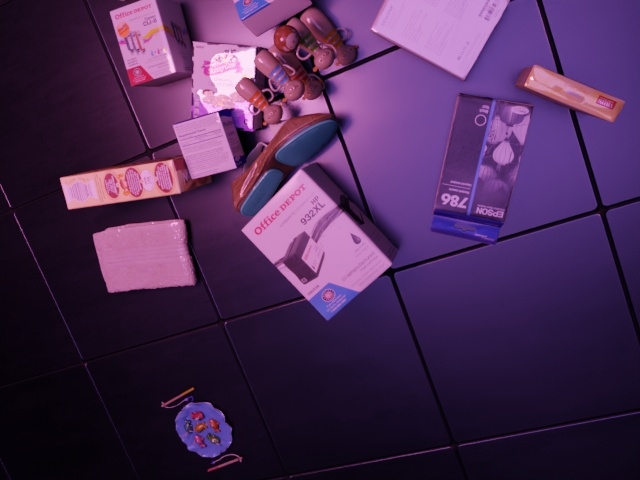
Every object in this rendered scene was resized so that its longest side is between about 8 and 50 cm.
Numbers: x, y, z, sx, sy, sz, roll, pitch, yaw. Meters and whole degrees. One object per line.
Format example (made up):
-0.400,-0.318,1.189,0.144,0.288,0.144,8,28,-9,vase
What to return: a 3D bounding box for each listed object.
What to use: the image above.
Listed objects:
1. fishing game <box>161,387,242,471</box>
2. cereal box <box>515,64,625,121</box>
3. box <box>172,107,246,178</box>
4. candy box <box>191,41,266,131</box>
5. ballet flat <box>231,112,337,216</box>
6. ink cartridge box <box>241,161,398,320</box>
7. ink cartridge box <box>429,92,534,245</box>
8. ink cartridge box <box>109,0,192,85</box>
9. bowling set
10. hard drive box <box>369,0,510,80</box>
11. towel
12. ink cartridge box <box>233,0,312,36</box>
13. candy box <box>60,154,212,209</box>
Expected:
-0.346,0.562,1.661,0.189,0.041,0.264,-27,97,22,fishing game
0.480,-0.291,1.112,0.173,0.240,0.047,25,109,7,cereal box
-0.260,-0.229,1.339,0.126,0.072,0.137,-11,107,19,box
-0.222,-0.371,1.363,0.165,0.070,0.196,8,107,12,candy box
-0.106,-0.207,1.363,0.342,0.116,0.124,-46,58,24,ballet flat
0.000,0.000,1.373,0.307,0.129,0.223,46,110,0,ink cartridge box
0.357,-0.153,1.277,0.165,0.065,0.332,11,108,11,ink cartridge box
-0.393,-0.471,1.350,0.128,0.127,0.176,-11,100,17,ink cartridge box
-0.052,-0.371,1.221,0.154,0.200,0.287,43,98,-10,bowling set
0.251,-0.475,1.203,0.232,0.089,0.181,31,110,4,hard drive box
-0.481,0.045,1.554,0.282,0.049,0.187,-5,104,15,towel
-0.127,-0.580,1.238,0.148,0.086,0.203,-25,75,18,ink cartridge box
-0.457,-0.152,1.422,0.316,0.183,0.087,-6,104,16,candy box
